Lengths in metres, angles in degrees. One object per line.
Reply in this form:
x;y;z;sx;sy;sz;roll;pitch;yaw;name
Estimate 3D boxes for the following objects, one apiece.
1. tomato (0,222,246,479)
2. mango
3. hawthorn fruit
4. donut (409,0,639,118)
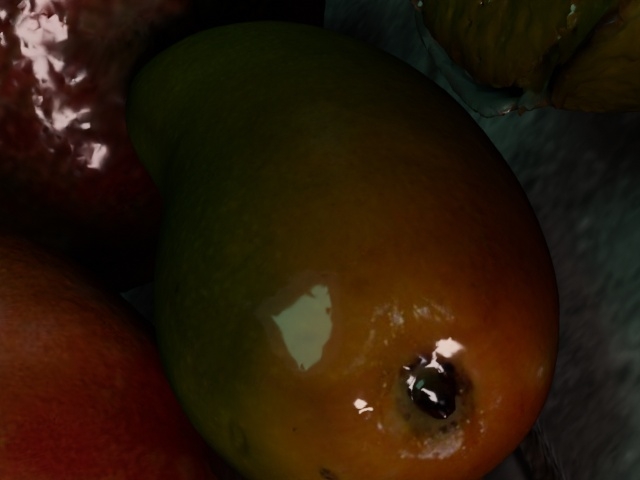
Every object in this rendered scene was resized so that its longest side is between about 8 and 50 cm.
-0.101;0.093;0.757;0.139;0.200;0.233;-15;48;13;tomato
0.005;-0.002;0.724;0.146;0.129;0.289;-31;35;12;mango
-0.148;-0.090;0.968;0.300;0.254;0.254;-11;48;41;hawthorn fruit
0.121;-0.166;0.696;0.272;0.107;0.272;-173;90;-74;donut
